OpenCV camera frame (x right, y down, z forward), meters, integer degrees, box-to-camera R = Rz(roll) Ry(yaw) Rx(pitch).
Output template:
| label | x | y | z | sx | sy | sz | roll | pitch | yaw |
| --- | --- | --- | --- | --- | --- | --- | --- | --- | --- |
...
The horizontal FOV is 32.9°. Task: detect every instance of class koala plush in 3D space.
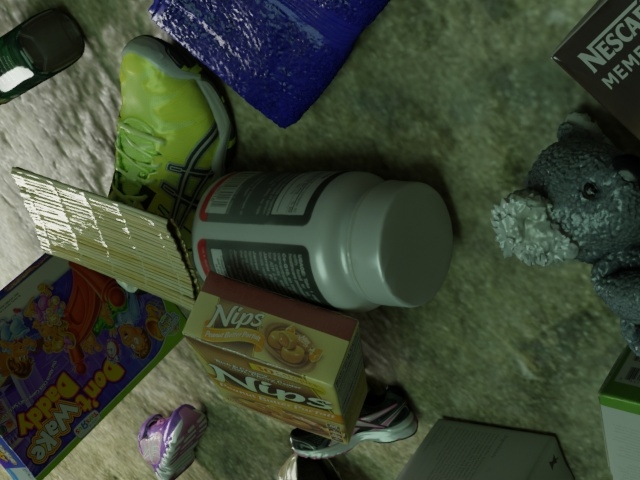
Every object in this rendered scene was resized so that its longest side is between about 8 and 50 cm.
| label | x | y | z | sx | sy | sz | roll | pitch | yaw |
| --- | --- | --- | --- | --- | --- | --- | --- | --- | --- |
| koala plush | 0.274 | -0.010 | 0.967 | 0.221 | 0.196 | 0.203 | 33 | 152 | 9 |

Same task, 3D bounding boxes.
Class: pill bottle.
| label | x | y | z | sx | sy | sz | roll | pitch | yaw |
| --- | --- | --- | --- | --- | --- | --- | --- | --- | --- |
| pill bottle | 0.000 | 0.000 | 1.252 | 0.283 | 0.161 | 0.161 | 4 | 128 | 41 |

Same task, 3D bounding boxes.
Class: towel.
| label | x | y | z | sx | sy | sz | roll | pitch | yaw |
| --- | --- | --- | --- | --- | --- | --- | --- | --- | --- |
| towel | -0.055 | -0.266 | 1.116 | 0.227 | 0.076 | 0.308 | 44 | 144 | 1 |

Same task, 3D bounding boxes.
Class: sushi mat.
| label | x | y | z | sx | sy | sz | roll | pitch | yaw |
| --- | --- | --- | --- | --- | --- | --- | --- | --- | --- |
| sushi mat | -0.274 | -0.003 | 1.380 | 0.316 | 0.019 | 0.151 | 18 | 135 | 38 |

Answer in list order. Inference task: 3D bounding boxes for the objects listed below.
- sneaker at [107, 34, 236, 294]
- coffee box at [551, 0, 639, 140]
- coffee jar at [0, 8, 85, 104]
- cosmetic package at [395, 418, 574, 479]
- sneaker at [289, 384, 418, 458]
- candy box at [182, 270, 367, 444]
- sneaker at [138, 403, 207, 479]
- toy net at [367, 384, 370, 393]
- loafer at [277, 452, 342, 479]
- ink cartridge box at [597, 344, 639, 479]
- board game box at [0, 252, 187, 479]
| label | x | y | z | sx | sy | sz | roll | pitch | yaw |
| --- | --- | --- | --- | --- | --- | --- | --- | --- | --- |
| sneaker | -0.202 | -0.078 | 1.379 | 0.145 | 0.147 | 0.385 | 25 | 138 | 27 |
| coffee box | 0.332 | -0.189 | 0.788 | 0.168 | 0.119 | 0.297 | 43 | 143 | 0 |
| coffee jar | -0.399 | -0.241 | 1.448 | 0.184 | 0.096 | 0.079 | -14 | 112 | 48 |
| cosmetic package | 0.214 | 0.342 | 1.390 | 0.183 | 0.151 | 0.151 | 1 | 127 | 43 |
| sneaker | 0.041 | 0.242 | 1.500 | 0.178 | 0.072 | 0.077 | -16 | 104 | 7 |
| candy box | -0.044 | 0.152 | 1.327 | 0.182 | 0.088 | 0.316 | 17 | 161 | 11 |
| sneaker | -0.272 | 0.345 | 1.911 | 0.104 | 0.095 | 0.236 | 43 | 145 | 14 |
| toy net | -0.033 | 0.161 | 1.536 | 0.232 | 0.045 | 0.122 | 48 | 144 | -5 |
| loafer | 0.011 | 0.419 | 1.640 | 0.268 | 0.101 | 0.092 | 51 | 147 | 39 |
| ink cartridge box | 0.412 | 0.243 | 1.155 | 0.188 | 0.097 | 0.255 | 12 | 135 | 35 |
| board game box | -0.381 | 0.153 | 1.606 | 0.078 | 0.347 | 0.233 | -16 | 114 | 49 |
